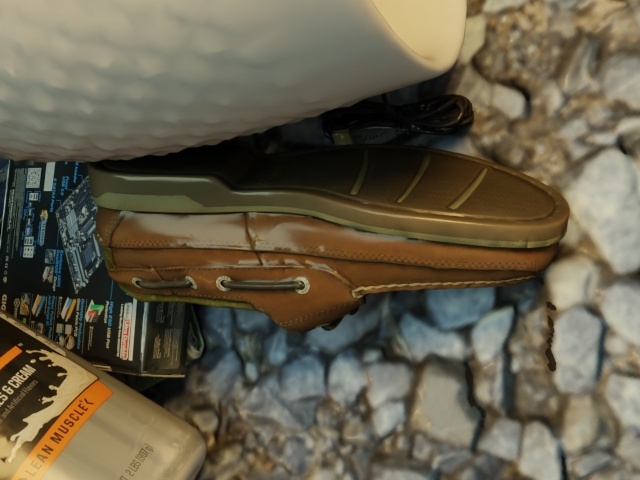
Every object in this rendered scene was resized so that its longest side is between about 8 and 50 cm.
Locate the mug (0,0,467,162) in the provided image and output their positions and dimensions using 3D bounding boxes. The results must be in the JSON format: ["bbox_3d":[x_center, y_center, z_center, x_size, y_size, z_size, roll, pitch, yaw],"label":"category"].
[{"bbox_3d":[-0.111,-0.218,0.552,0.328,0.276,0.374,-13,44,25],"label":"mug"}]

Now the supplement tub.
[{"bbox_3d":[-0.255,0.138,0.617,0.316,0.193,0.194,30,101,3],"label":"supplement tub"}]

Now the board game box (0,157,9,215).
[{"bbox_3d":[-0.327,-0.125,0.875,0.243,0.042,0.165,-50,58,18],"label":"board game box"}]

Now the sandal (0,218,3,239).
[{"bbox_3d":[-0.265,0.002,0.806,0.072,0.049,0.180,42,106,32],"label":"sandal"}]

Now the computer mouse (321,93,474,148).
[{"bbox_3d":[0.043,-0.157,0.621,0.106,0.042,0.193,-12,79,32],"label":"computer mouse"}]

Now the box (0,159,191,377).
[{"bbox_3d":[-0.177,-0.011,0.713,0.175,0.051,0.220,2,85,33],"label":"box"}]

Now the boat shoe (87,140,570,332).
[{"bbox_3d":[0.000,0.000,0.581,0.307,0.111,0.104,8,115,20],"label":"boat shoe"}]

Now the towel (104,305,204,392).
[{"bbox_3d":[-0.165,0.072,0.741,0.152,0.023,0.113,-31,65,28],"label":"towel"}]
